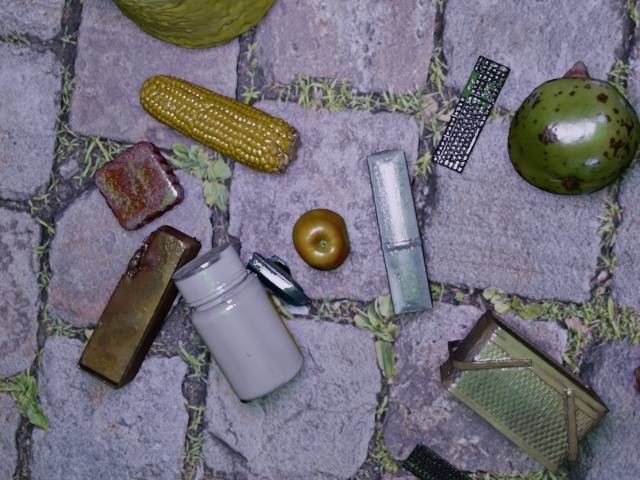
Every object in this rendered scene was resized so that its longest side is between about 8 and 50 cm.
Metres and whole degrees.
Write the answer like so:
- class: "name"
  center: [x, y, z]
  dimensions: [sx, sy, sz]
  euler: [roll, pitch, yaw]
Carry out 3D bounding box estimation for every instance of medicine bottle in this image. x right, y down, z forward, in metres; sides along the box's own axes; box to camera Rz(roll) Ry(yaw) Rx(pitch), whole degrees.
- class: "medicine bottle"
  center: [-0.148, 0.143, 1.362]
  dimensions: [0.143, 0.143, 0.258]
  euler: [-29, 102, 8]

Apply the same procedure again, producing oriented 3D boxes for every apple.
- class: "apple"
  center: [0.000, 0.000, 1.374]
  dimensions: [0.099, 0.102, 0.114]
  euler: [-10, 93, 6]

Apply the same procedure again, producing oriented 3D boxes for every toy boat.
- class: "toy boat"
  center: [-0.072, 0.074, 1.411]
  dimensions: [0.141, 0.055, 0.060]
  euler: [38, 76, 4]

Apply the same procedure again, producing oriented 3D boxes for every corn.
- class: "corn"
  center: [-0.184, -0.213, 1.382]
  dimensions: [0.305, 0.106, 0.106]
  euler: [25, 96, 6]

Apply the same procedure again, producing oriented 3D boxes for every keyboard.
- class: "keyboard"
  center: [0.247, 0.451, 1.418]
  dimensions: [0.195, 0.018, 0.060]
  euler: [34, 100, 4]
- class: "keyboard"
  center: [0.268, -0.224, 1.370]
  dimensions: [0.061, 0.013, 0.204]
  euler: [25, 96, 4]

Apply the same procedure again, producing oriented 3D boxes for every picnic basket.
- class: "picnic basket"
  center: [0.340, 0.251, 1.318]
  dimensions: [0.266, 0.165, 0.139]
  euler: [38, 98, 4]

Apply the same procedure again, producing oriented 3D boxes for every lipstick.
- class: "lipstick"
  center: [0.140, -0.018, 1.368]
  dimensions: [0.076, 0.077, 0.290]
  euler: [-11, 92, 8]

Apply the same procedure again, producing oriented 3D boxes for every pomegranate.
- class: "pomegranate"
  center: [0.419, -0.198, 1.278]
  dimensions: [0.214, 0.214, 0.248]
  euler: [9, 60, 6]

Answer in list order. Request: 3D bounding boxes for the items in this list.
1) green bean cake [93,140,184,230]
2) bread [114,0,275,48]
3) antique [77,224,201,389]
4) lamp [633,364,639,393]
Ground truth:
- class: "green bean cake"
  center: [-0.336, -0.101, 1.432]
  dimensions: [0.135, 0.056, 0.135]
  euler: [-31, 88, 8]
- class: "bread"
  center: [-0.236, -0.505, 1.266]
  dimensions: [0.348, 0.308, 0.348]
  euler: [1, 98, 8]
- class: "antique"
  center: [-0.335, 0.118, 1.433]
  dimensions: [0.093, 0.087, 0.310]
  euler: [29, 98, 6]
- class: "lamp"
  center: [0.644, 0.291, 1.286]
  dimensions: [0.177, 0.177, 0.274]
  euler: [-24, 93, 8]
